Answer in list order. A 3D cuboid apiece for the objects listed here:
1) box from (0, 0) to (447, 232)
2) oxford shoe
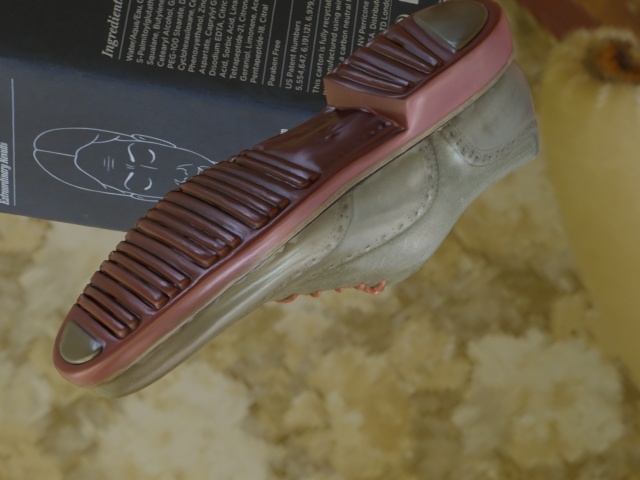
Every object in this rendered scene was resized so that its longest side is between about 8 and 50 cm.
[{"bbox_3d":[-0.107,-0.149,1.712,0.395,0.212,0.293,9,154,-5],"label":"box"},{"bbox_3d":[0.000,0.000,1.146,0.130,0.348,0.123,60,168,-30],"label":"oxford shoe"}]
